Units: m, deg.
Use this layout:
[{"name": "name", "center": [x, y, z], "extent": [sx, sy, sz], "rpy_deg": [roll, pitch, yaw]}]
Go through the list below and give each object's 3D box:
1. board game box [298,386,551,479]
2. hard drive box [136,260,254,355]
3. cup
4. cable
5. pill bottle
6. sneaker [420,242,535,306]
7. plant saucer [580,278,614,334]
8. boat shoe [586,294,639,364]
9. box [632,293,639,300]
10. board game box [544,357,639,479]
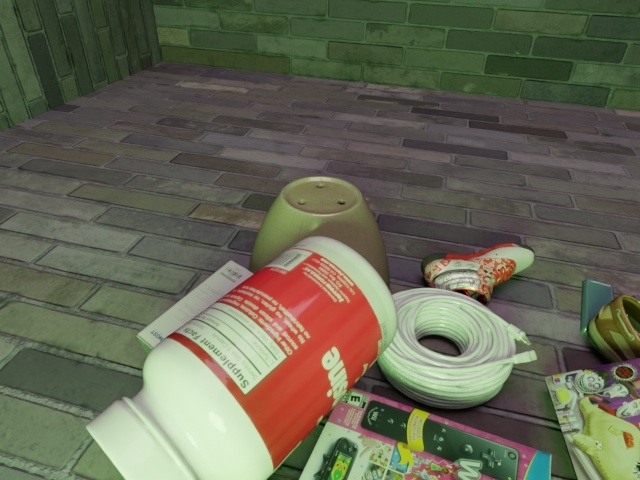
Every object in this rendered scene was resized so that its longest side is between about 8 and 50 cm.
[{"name": "board game box", "center": [0.134, 0.351, 0.606], "extent": [0.303, 0.097, 0.224], "rpy_deg": [13, 38, 20]}, {"name": "hard drive box", "center": [-0.184, 0.167, 0.840], "extent": [0.181, 0.089, 0.232], "rpy_deg": [27, 50, 30]}, {"name": "cup", "center": [0.000, 0.000, 0.989], "extent": [0.331, 0.237, 0.331], "rpy_deg": [2, 35, -1]}, {"name": "cable", "center": [0.229, 0.193, 0.853], "extent": [0.257, 0.089, 0.257], "rpy_deg": [-15, 38, -22]}, {"name": "pill bottle", "center": [-0.092, 0.185, 0.641], "extent": [0.229, 0.229, 0.408], "rpy_deg": [28, 49, 32]}, {"name": "sneaker", "center": [0.374, 0.088, 1.010], "extent": [0.270, 0.090, 0.145], "rpy_deg": [-5, 36, -4]}, {"name": "plant saucer", "center": [0.616, 0.149, 0.995], "extent": [0.067, 0.018, 0.192], "rpy_deg": [17, 39, 21]}, {"name": "boat shoe", "center": [0.618, 0.228, 0.784], "extent": [0.123, 0.120, 0.324], "rpy_deg": [-13, 43, -19]}, {"name": "box", "center": [0.757, 0.164, 0.972], "extent": [0.081, 0.028, 0.136], "rpy_deg": [-7, 34, -13]}, {"name": "board game box", "center": [0.473, 0.323, 0.634], "extent": [0.208, 0.056, 0.347], "rpy_deg": [-17, 30, 19]}]
